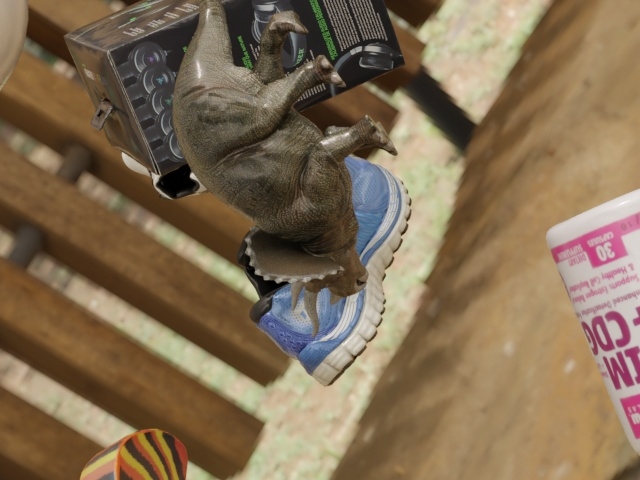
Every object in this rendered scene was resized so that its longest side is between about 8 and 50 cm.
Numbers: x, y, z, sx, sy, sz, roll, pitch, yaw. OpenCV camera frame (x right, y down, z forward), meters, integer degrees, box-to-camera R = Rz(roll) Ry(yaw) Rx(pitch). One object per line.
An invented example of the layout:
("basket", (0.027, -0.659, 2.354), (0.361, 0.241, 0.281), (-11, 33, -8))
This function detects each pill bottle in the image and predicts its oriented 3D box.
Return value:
("pill bottle", (0.318, 0.092, 1.315), (0.160, 0.283, 0.160), (-22, -5, -2))

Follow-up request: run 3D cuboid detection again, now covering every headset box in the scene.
("headset box", (-0.101, -0.184, 1.505), (0.283, 0.131, 0.246), (-26, 18, -14))

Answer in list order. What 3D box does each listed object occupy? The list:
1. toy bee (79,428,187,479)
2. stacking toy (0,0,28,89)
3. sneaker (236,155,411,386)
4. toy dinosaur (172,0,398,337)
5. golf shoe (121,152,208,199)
("toy bee", (-0.172, 0.280, 1.323), (0.195, 0.162, 0.298), (-48, 40, 12))
("stacking toy", (-0.286, -0.178, 0.816), (0.350, 0.350, 0.480), (-55, 42, 10))
("sneaker", (0.000, 0.000, 1.628), (0.130, 0.147, 0.330), (-48, 16, 32))
("toy dinosaur", (-0.043, -0.079, 1.208), (0.160, 0.313, 0.121), (-38, 10, 7))
("golf shoe", (-0.182, -0.094, 1.813), (0.198, 0.077, 0.094), (5, 30, 42))
